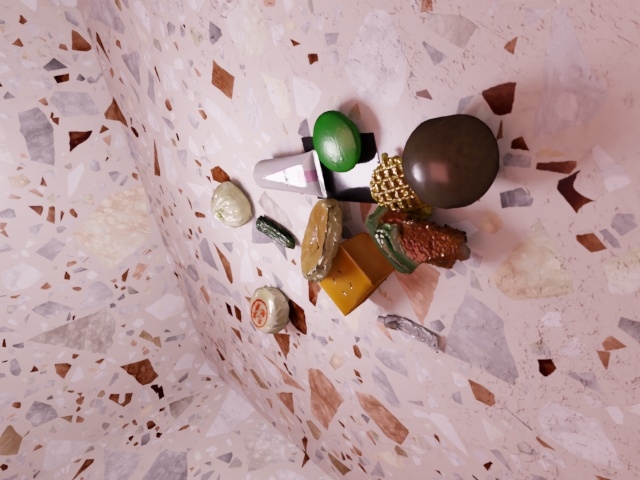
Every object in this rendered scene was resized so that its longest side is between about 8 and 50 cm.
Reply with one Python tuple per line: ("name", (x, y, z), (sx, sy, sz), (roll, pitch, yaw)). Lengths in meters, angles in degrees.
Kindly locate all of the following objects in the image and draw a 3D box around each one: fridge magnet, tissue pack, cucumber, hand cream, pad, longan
("fridge magnet", (0.056, -0.324, 1.406), (0.208, 0.088, 0.208), (32, 137, 35))
("tissue pack", (0.126, 0.125, 1.604), (0.194, 0.145, 0.274), (49, 144, 13))
("cucumber", (-0.208, -0.038, 1.986), (0.265, 0.077, 0.077), (29, 135, 35))
("hand cream", (-0.122, -0.259, 1.683), (0.359, 0.118, 0.185), (9, 120, 44))
("hand cream", (0.323, 0.332, 1.586), (0.257, 0.050, 0.084), (17, 129, 38))
("pad", (0.075, -0.254, 1.516), (0.367, 0.007, 0.247), (10, 122, 48))
("longan", (0.317, -0.202, 1.063), (0.248, 0.248, 0.248), (32, 137, 36))

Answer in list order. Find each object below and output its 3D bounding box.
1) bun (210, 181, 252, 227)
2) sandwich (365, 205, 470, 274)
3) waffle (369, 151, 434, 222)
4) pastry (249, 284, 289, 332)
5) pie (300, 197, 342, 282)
("bun", (-0.462, -0.169, 2.138), (0.259, 0.160, 0.259), (33, 136, 39))
("sandwich", (0.288, 0.027, 1.256), (0.301, 0.162, 0.250), (1, 135, 41))
("waffle", (0.247, -0.148, 1.317), (0.238, 0.059, 0.243), (39, 143, 26))
("pastry", (-0.273, 0.365, 2.260), (0.265, 0.133, 0.265), (-5, 83, 47))
("pie", (0.000, 0.000, 1.582), (0.339, 0.083, 0.339), (-167, 90, -77))
